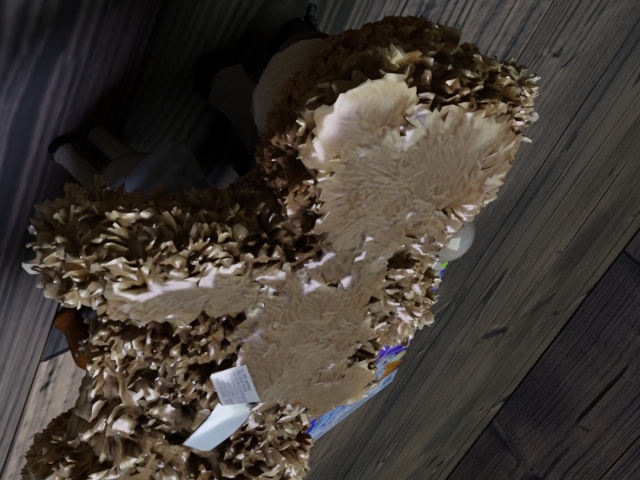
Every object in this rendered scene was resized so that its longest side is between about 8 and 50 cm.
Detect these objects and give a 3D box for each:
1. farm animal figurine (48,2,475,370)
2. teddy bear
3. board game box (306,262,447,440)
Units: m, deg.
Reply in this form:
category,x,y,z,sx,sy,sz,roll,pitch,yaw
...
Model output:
category,x,y,z,sx,sy,sz,roll,pitch,yaw
farm animal figurine,0.000,0.000,0.771,0.330,0.172,0.327,-36,158,-25
teddy bear,-0.033,0.023,0.584,0.245,0.113,0.338,-4,135,-24
board game box,-0.051,0.141,1.085,0.347,0.078,0.233,-33,157,-30
